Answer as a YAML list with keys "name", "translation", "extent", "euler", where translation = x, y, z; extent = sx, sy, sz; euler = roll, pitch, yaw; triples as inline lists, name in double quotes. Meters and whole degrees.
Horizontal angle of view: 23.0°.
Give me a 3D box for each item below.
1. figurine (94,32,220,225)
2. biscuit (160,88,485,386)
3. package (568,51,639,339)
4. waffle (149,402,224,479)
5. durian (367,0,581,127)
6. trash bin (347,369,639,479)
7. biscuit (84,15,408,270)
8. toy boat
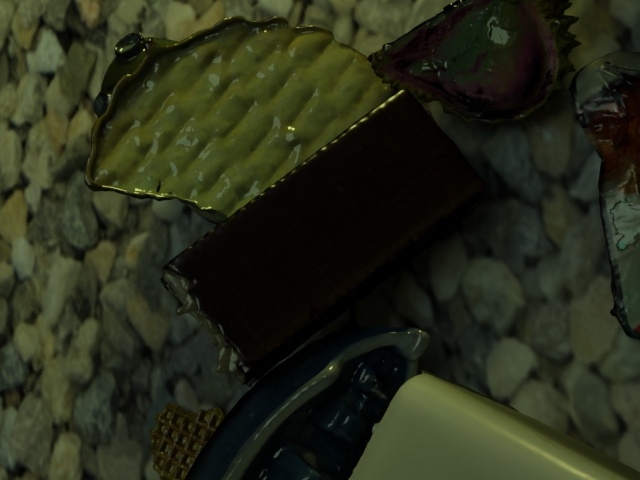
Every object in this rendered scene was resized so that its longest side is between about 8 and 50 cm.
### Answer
- name: "figurine"
  translation: [-0.087, -0.105, 1.309]
  extent: [0.250, 0.141, 0.167]
  euler: [24, 88, 37]
- name: "biscuit"
  translation: [0.000, 0.000, 1.181]
  extent: [0.252, 0.070, 0.106]
  euler: [-38, 81, -12]
- name: "package"
  translation: [0.265, -0.056, 1.114]
  extent: [0.166, 0.040, 0.232]
  euler: [-18, 67, 28]
- name: "waffle"
  translation: [-0.108, 0.170, 1.312]
  extent: [0.085, 0.016, 0.078]
  euler: [-15, 71, 31]
- name: "durian"
  translation: [0.139, -0.145, 1.211]
  extent: [0.186, 0.119, 0.108]
  euler: [-27, 99, 39]
- name: "trash bin"
  translation: [0.189, 0.228, 0.961]
  extent: [0.367, 0.256, 0.296]
  euler: [31, 95, 45]
- name: "biscuit"
  translation: [-0.037, -0.087, 1.255]
  extent: [0.273, 0.036, 0.187]
  euler: [19, 80, 2]
- name: "toy boat"
  translation: [-0.015, 0.191, 1.168]
  extent: [0.309, 0.129, 0.142]
  euler: [-56, 39, -1]
